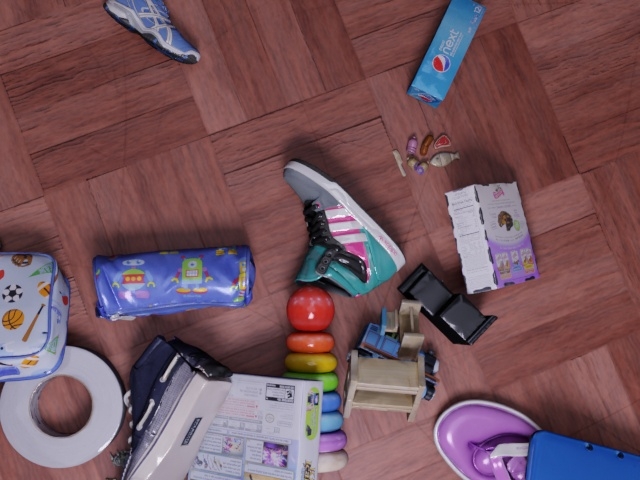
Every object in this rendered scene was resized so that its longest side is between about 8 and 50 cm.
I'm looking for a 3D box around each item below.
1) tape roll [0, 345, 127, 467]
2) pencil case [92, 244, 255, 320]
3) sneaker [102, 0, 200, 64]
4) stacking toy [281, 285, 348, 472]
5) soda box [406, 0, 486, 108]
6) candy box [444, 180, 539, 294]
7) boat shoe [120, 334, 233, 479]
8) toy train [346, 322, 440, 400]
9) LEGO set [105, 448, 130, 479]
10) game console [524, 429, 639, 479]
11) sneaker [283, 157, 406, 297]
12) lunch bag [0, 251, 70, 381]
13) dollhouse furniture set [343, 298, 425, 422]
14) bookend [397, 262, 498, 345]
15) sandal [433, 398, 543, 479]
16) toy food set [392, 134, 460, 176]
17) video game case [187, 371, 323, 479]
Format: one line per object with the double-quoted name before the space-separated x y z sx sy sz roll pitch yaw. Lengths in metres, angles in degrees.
"tape roll" -0.469 0.302 1.673 0.219 0.072 0.219 0 85 -5
"pencil case" -0.271 0.080 1.685 0.306 0.119 0.133 -5 61 -5
"sneaker" -0.314 -0.417 1.754 0.211 0.080 0.081 36 86 -1
"stacking toy" -0.015 0.249 1.672 0.141 0.141 0.330 2 87 -4
"soda box" 0.248 -0.374 1.800 0.071 0.067 0.210 26 83 -1
"candy box" 0.326 -0.008 1.723 0.165 0.070 0.196 -7 83 -49
"boat shoe" -0.299 0.332 1.649 0.158 0.127 0.340 35 96 29
"toy train" 0.143 0.233 1.726 0.184 0.080 0.105 25 77 -1
"LEGO set" -0.368 0.418 1.693 0.054 0.023 0.083 9 83 -4
"game console" 0.463 0.512 1.670 0.293 0.250 0.173 17 40 -14
"sneaker" 0.000 0.000 1.721 0.295 0.124 0.178 44 73 0
"lunch bag" -0.606 0.144 1.620 0.303 0.115 0.243 -5 60 0
"dollhouse furniture set" 0.112 0.214 1.640 0.129 0.129 0.183 5 49 -3
"bookend" 0.233 0.116 1.704 0.157 0.156 0.072 44 83 2
"sandal" 0.404 0.440 1.710 0.416 0.102 0.169 35 83 -2
"toy food set" 0.209 -0.174 1.800 0.122 0.019 0.078 -22 86 -6
"video game case" -0.121 0.361 1.620 0.269 0.061 0.244 -1 81 39
